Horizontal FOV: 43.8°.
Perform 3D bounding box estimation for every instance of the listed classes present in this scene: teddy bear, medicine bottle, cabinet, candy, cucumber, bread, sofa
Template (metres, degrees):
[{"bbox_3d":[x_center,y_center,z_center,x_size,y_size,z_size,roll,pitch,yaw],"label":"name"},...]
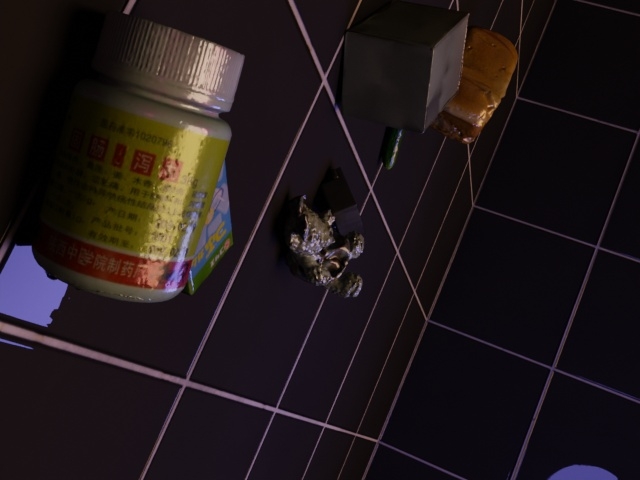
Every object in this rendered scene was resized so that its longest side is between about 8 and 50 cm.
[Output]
[{"bbox_3d":[-0.014,0.007,1.313,0.213,0.111,0.133,42,45,-46],"label":"teddy bear"},{"bbox_3d":[-0.156,-0.071,0.692,0.139,0.139,0.225,-5,115,-71],"label":"medicine bottle"},{"bbox_3d":[0.142,-0.296,1.324,0.206,0.150,0.145,-48,148,-51],"label":"cabinet"},{"bbox_3d":[-0.149,-0.039,0.881,0.194,0.062,0.097,92,24,-46],"label":"candy"},{"bbox_3d":[0.154,-0.222,1.644,0.037,0.037,0.155,-35,143,-62],"label":"cucumber"},{"bbox_3d":[0.343,-0.368,1.845,0.294,0.167,0.132,-59,-177,-36],"label":"bread"},{"bbox_3d":[0.033,-0.060,1.432,0.147,0.060,0.085,63,6,-68],"label":"sofa"}]
